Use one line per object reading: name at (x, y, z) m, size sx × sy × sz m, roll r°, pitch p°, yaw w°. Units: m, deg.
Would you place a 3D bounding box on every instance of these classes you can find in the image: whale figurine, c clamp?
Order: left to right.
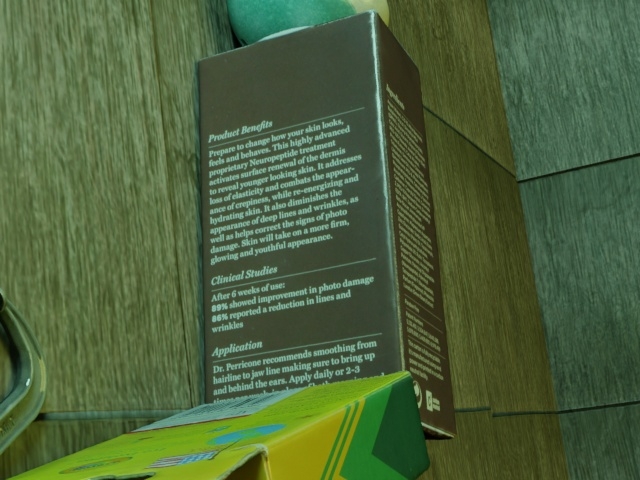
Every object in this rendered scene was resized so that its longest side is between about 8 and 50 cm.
c clamp at (-0.219, 0.076, 0.631) m, size 0.160 × 0.022 × 0.137 m, roll -45°, pitch 120°, yaw -64°
whale figurine at (-0.017, -0.217, 1.147) m, size 0.216 × 0.141 × 0.272 m, roll 46°, pitch -14°, yaw 24°

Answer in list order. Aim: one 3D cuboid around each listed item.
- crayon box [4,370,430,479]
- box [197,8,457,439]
crayon box at (-0.072, 0.164, 0.704) m, size 0.318 × 0.202 × 0.081 m, roll -5°, pitch 83°, yaw -66°
box at (0.000, 0.000, 0.978) m, size 0.143 × 0.191 × 0.381 m, roll 34°, pitch 49°, yaw -60°
